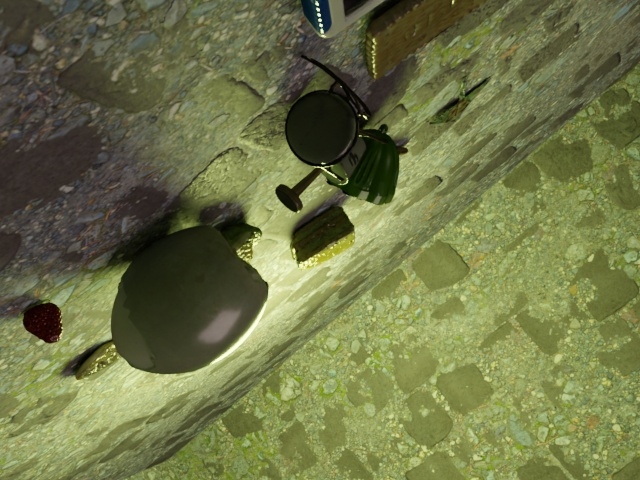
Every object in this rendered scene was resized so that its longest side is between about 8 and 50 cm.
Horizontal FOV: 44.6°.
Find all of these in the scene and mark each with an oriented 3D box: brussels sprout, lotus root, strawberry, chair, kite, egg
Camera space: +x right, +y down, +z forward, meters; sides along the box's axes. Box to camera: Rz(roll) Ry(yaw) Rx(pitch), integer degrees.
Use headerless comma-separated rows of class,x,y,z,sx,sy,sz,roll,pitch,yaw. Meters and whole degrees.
brussels sprout,-0.200,0.017,1.819,0.139,0.100,0.181,-52,161,15
lotus root,0.116,-0.195,1.820,0.186,0.186,0.186,-35,165,-10
strawberry,-0.529,0.160,1.505,0.073,0.083,0.073,-33,149,-23
chair,0.011,-0.220,1.474,0.170,0.159,0.326,-42,169,12
kite,0.382,-0.384,2.121,0.229,0.012,0.250,-39,165,-8
egg,-0.284,0.133,1.608,0.336,0.278,0.278,-38,166,0

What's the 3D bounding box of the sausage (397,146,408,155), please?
sausage,0.204,-0.240,2.116,0.024,0.024,0.132,-46,162,29

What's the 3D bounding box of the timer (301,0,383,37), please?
timer,0.078,-0.422,1.153,0.253,0.078,0.178,-35,168,-4

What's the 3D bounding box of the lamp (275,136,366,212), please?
lamp,0.002,-0.154,1.698,0.214,0.121,0.121,-45,169,-19

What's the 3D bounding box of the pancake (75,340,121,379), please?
pancake,-0.558,0.303,1.983,0.158,0.028,0.158,-37,168,-9

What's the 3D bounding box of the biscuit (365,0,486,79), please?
biscuit,0.217,-0.443,1.480,0.325,0.044,0.217,-37,166,-3

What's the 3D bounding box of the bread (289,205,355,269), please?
bread,0.000,0.000,2.221,0.196,0.102,0.138,-32,162,-8
